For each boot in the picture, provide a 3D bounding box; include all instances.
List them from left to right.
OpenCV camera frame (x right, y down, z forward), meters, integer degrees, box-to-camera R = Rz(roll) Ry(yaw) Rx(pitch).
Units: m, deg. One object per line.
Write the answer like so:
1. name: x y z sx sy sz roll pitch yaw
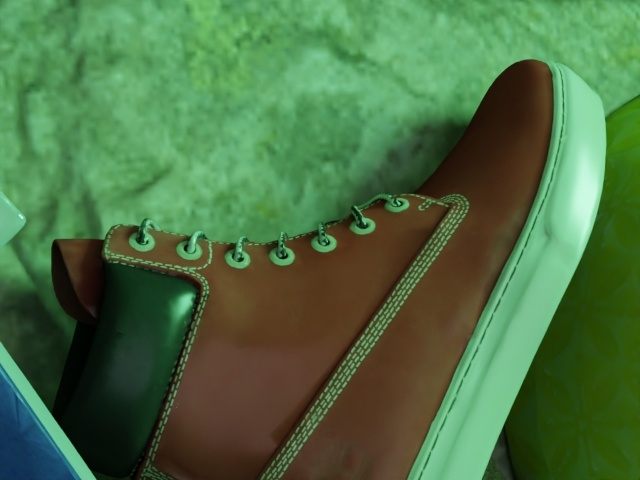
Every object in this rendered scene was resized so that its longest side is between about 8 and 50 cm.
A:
1. boot: 0.000 0.000 0.645 0.176 0.088 0.244 29 64 -6

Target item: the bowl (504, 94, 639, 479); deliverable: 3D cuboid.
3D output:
1. bowl: 0.238 0.058 0.714 0.289 0.156 0.289 2 85 -27

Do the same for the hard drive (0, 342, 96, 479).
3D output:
1. hard drive: -0.186 0.178 0.479 0.319 0.040 0.210 -33 112 -5

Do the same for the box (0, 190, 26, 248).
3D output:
1. box: -0.205 0.005 0.532 0.170 0.091 0.130 -45 105 -22

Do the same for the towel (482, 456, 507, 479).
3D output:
1. towel: 0.030 0.149 0.673 0.148 0.027 0.110 -37 101 -24
